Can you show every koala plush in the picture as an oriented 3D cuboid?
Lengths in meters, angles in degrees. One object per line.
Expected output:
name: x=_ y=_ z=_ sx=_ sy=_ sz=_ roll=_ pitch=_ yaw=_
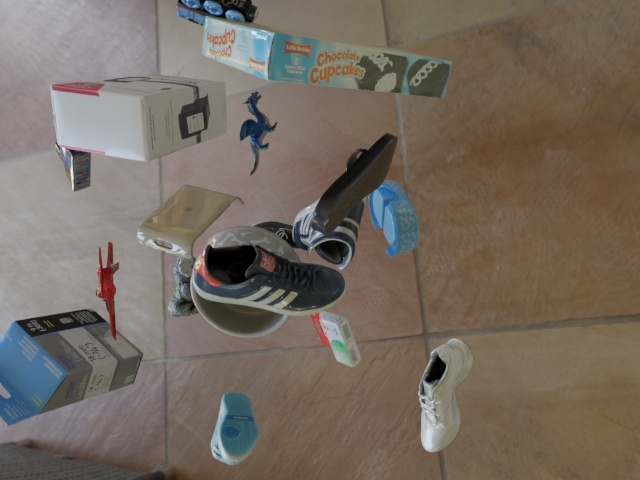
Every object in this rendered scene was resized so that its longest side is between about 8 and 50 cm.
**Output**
koala plush: x=-0.486 y=0.157 z=1.924 sx=0.203 sy=0.196 sz=0.222 roll=-14 pitch=96 yaw=-16

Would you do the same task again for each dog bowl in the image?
dog bowl: x=-0.219 y=0.134 z=1.511 sx=0.348 sy=0.102 sz=0.349 roll=3 pitch=117 yaw=5
dog bowl: x=0.219 y=-0.076 z=1.560 sx=0.073 sy=0.166 sz=0.297 roll=-6 pitch=36 yaw=-8

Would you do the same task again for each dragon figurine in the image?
dragon figurine: x=-0.249 y=-0.395 z=1.887 sx=0.143 sy=0.085 sz=0.289 roll=21 pitch=108 yaw=-9

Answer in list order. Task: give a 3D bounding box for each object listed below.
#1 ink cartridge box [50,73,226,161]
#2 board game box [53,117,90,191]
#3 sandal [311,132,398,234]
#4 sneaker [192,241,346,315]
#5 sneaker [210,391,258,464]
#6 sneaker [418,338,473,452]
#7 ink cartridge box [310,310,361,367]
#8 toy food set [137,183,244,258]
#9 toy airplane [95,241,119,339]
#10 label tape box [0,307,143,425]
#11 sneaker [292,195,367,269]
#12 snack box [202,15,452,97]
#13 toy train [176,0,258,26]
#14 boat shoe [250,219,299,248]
ink cartridge box: x=-0.288 y=-0.214 z=0.861 sx=0.171 sy=0.237 sz=0.100 roll=11 pitch=114 yaw=17
board game box: x=-0.791 y=-0.263 z=1.636 sx=0.194 sy=0.060 sz=0.194 roll=47 pitch=143 yaw=23
sandal: x=0.055 y=-0.106 z=0.816 sx=0.054 sy=0.254 sz=0.097 roll=29 pitch=134 yaw=17
sneaker: x=-0.105 y=0.075 z=1.141 sx=0.349 sy=0.148 sz=0.131 roll=3 pitch=54 yaw=-11
sneaker: x=-0.278 y=0.649 z=1.628 sx=0.127 sy=0.319 sz=0.209 roll=13 pitch=103 yaw=-10
sneaker: x=0.294 y=0.396 z=1.313 sx=0.111 sy=0.129 sz=0.298 roll=12 pitch=95 yaw=47
ink cartridge box: x=0.031 y=0.334 z=1.816 sx=0.224 sy=0.056 sz=0.181 roll=7 pitch=124 yaw=49
toy food set: x=-0.430 y=-0.068 z=1.730 sx=0.219 sy=0.093 sz=0.306 roll=15 pitch=46 yaw=22
toy airplane: x=-0.300 y=0.063 z=0.722 sx=0.151 sy=0.028 sz=0.151 roll=179 pitch=90 yaw=-65
label tape box: x=-0.656 y=0.294 z=1.281 sx=0.240 sy=0.333 sz=0.106 roll=30 pitch=106 yaw=25
sneaker: x=0.000 y=0.000 z=1.114 sx=0.099 sy=0.282 sz=0.153 roll=22 pitch=60 yaw=-18
snack box: x=0.016 y=-0.264 z=0.750 sx=0.187 sy=0.321 sz=0.060 roll=35 pitch=122 yaw=45
toy train: x=-0.226 y=-0.512 z=1.125 sx=0.184 sy=0.105 sz=0.080 roll=17 pitch=80 yaw=-9
boat shoe: x=-0.136 y=-0.011 z=1.878 sx=0.254 sy=0.079 sz=0.095 roll=8 pitch=124 yaw=-9
